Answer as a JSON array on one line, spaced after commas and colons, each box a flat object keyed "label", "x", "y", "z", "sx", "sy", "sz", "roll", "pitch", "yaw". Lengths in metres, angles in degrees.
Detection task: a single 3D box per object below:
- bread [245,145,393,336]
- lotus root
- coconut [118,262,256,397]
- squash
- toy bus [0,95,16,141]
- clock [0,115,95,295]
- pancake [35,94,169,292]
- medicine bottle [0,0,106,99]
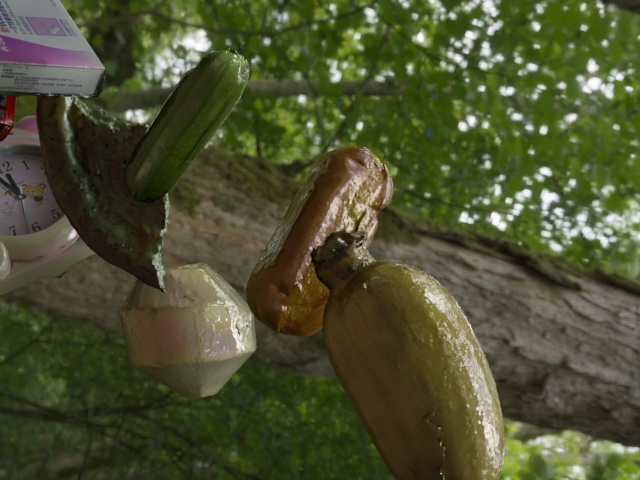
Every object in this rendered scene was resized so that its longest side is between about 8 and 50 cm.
[{"label": "bread", "x": 0.000, "y": 0.000, "z": 0.918, "sx": 0.245, "sy": 0.102, "sz": 0.094, "roll": -61, "pitch": -162, "yaw": -10}, {"label": "lotus root", "x": 0.092, "y": 0.127, "z": 0.756, "sx": 0.146, "sy": 0.130, "sz": 0.303, "roll": -35, "pitch": -102, "yaw": 45}, {"label": "coconut", "x": -0.221, "y": 0.152, "z": 1.278, "sx": 0.237, "sy": 0.197, "sz": 0.237, "roll": 7, "pitch": -80, "yaw": 41}, {"label": "squash", "x": -0.160, "y": -0.133, "z": 0.897, "sx": 0.239, "sy": 0.069, "sz": 0.069, "roll": -46, "pitch": -145, "yaw": 30}, {"label": "toy bus", "x": -0.477, "y": -0.239, "z": 1.079, "sx": 0.081, "sy": 0.089, "sz": 0.195, "roll": -29, "pitch": -121, "yaw": 45}, {"label": "clock", "x": -0.542, "y": -0.075, "z": 1.381, "sx": 0.309, "sy": 0.284, "sz": 0.114, "roll": 53, "pitch": -25, "yaw": 20}, {"label": "pancake", "x": -0.295, "y": -0.096, "z": 1.060, "sx": 0.197, "sy": 0.377, "sz": 0.054, "roll": -33, "pitch": 176, "yaw": 15}, {"label": "medicine bottle", "x": -0.397, "y": -0.266, "z": 0.993, "sx": 0.201, "sy": 0.171, "sz": 0.052, "roll": 54, "pitch": -52, "yaw": 28}]
